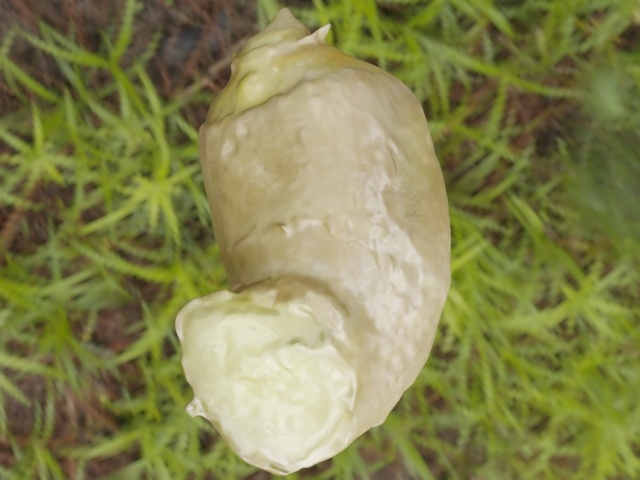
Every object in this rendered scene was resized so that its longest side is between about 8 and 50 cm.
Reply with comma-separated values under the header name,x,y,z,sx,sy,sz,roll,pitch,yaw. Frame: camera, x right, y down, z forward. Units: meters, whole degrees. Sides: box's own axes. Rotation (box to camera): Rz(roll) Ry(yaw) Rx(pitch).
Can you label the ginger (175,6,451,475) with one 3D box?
name,x,y,z,sx,sy,sz,roll,pitch,yaw
ginger,0.000,0.000,1.065,0.138,0.267,0.152,-13,156,37
